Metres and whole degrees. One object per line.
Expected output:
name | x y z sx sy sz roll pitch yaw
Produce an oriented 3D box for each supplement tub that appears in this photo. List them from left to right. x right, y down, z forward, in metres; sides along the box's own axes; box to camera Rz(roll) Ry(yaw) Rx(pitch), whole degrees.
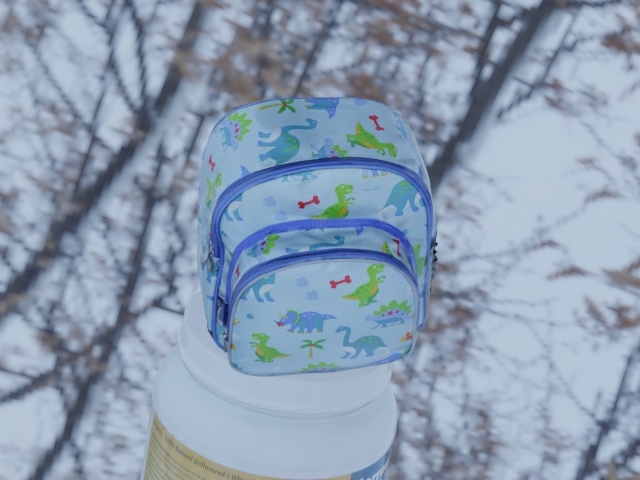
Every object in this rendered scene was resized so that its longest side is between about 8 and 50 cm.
supplement tub | -0.034 0.137 1.144 0.144 0.144 0.200 40 -51 45

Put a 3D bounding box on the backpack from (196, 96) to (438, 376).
backpack | 0.000 0.000 0.819 0.114 0.105 0.084 90 -7 -45
